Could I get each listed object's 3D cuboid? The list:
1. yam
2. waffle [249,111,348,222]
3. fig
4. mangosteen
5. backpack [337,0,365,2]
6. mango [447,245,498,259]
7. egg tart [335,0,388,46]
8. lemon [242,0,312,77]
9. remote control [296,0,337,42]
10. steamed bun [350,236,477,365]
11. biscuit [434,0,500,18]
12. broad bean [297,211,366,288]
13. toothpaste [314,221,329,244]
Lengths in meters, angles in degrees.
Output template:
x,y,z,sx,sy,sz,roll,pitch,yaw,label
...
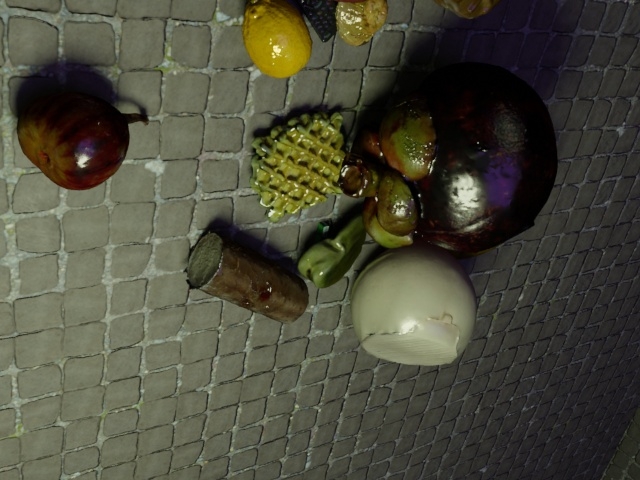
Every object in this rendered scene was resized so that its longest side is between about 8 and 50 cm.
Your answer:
x,y,z,sx,sy,sz,roll,pitch,yaw,label
-0.146,0.079,1.479,0.131,0.131,0.280,-53,138,7,yam
-0.043,-0.153,1.436,0.223,0.054,0.204,-24,132,-23,waffle
-0.358,-0.160,1.127,0.202,0.149,0.148,-19,149,-14,fig
0.265,-0.138,1.447,0.421,0.381,0.381,-38,135,-8,mangosteen
0.052,-0.499,1.192,0.229,0.139,0.229,-21,127,-30,backpack
0.411,-0.072,1.754,0.176,0.175,0.329,35,99,0,mango
0.081,-0.413,1.325,0.129,0.049,0.129,-28,133,-36,egg tart
-0.075,-0.346,1.233,0.114,0.114,0.155,-35,128,-10,lemon
-0.031,-0.446,1.254,0.063,0.025,0.245,-44,135,-4,remote control
0.221,0.125,1.693,0.309,0.309,0.309,-19,130,-25,steamed bun
0.294,-0.566,1.304,0.332,0.103,0.332,-36,141,-36,biscuit
0.042,0.025,1.589,0.207,0.072,0.153,-36,154,-30,broad bean
0.000,0.000,1.600,0.017,0.020,0.083,-9,125,-34,toothpaste
